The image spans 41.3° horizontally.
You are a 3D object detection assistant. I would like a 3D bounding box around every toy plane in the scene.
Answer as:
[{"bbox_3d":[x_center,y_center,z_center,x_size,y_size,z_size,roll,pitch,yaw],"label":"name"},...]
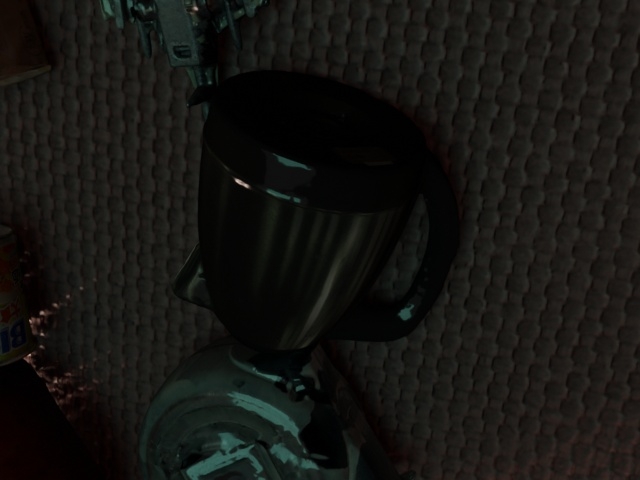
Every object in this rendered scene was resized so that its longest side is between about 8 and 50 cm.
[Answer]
[{"bbox_3d":[-0.131,-0.201,0.861,0.192,0.088,0.262,-1,108,18],"label":"toy plane"}]

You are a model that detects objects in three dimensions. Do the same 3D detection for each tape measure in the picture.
[{"bbox_3d":[-0.069,0.234,0.958,0.275,0.147,0.256,-28,97,24],"label":"tape measure"}]

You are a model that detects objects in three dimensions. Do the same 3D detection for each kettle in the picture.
[{"bbox_3d":[-0.015,-0.007,0.854,0.207,0.251,0.271,41,128,35],"label":"kettle"}]

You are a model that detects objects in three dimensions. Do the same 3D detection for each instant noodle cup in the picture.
[{"bbox_3d":[-0.445,0.061,1.012,0.205,0.205,0.153,4,99,18],"label":"instant noodle cup"}]

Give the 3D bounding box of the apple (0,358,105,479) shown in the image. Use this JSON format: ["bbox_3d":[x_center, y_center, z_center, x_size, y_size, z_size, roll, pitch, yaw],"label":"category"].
[{"bbox_3d":[-0.458,0.324,1.038,0.328,0.365,0.295,58,159,29],"label":"apple"}]

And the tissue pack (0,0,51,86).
[{"bbox_3d":[-0.464,-0.284,0.872,0.239,0.238,0.305,-11,104,22],"label":"tissue pack"}]
